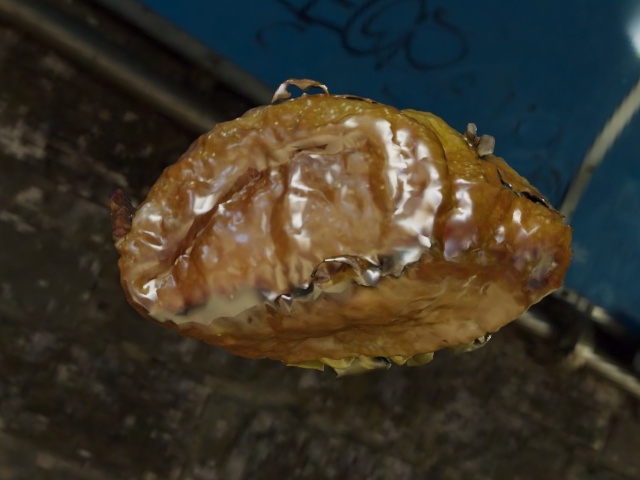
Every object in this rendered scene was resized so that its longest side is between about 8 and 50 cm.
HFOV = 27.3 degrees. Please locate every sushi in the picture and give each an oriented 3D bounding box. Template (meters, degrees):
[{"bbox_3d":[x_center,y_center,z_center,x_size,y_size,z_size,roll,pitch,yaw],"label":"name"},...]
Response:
[{"bbox_3d":[0.003,0.001,0.807,0.296,0.167,0.179,-17,-10,18],"label":"sushi"}]
